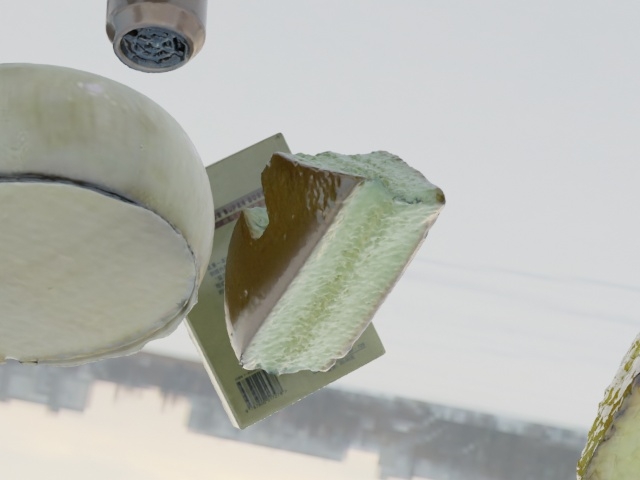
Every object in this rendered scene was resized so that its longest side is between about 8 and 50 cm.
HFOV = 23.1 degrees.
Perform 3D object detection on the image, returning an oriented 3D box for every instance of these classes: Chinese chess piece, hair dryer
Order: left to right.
[{"bbox_3d":[-0.202,-0.012,1.090,0.257,0.104,0.257,-2,145,-1],"label":"Chinese chess piece"},{"bbox_3d":[-0.139,-0.187,0.928,0.064,0.117,0.181,-25,140,33],"label":"hair dryer"}]

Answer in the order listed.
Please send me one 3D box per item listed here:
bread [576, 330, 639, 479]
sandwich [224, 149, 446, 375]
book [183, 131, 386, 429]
[{"bbox_3d":[0.230,0.051,0.736,0.160,0.260,0.147,29,178,0],"label":"bread"},{"bbox_3d":[0.000,0.000,1.008,0.090,0.088,0.244,-1,150,-23],"label":"sandwich"},{"bbox_3d":[-0.058,0.037,1.434,0.161,0.231,0.026,-26,-176,-13],"label":"book"}]
